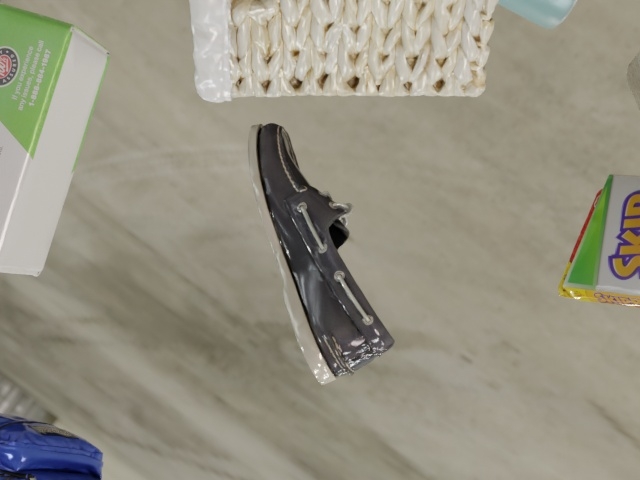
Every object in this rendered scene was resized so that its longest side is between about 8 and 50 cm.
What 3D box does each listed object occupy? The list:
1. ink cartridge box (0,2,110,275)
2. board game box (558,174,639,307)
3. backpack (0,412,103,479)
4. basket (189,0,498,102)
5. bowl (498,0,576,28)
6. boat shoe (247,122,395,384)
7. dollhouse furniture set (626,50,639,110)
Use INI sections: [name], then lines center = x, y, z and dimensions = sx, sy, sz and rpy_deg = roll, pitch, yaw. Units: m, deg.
[ink cartridge box]
center = -0.335, -0.106, 1.113
dimensions = 0.273, 0.198, 0.115
rpy_deg = 18, 179, 8
[board game box]
center = 0.327, 0.005, 1.227
dimensions = 0.259, 0.124, 0.039
rpy_deg = 5, 153, 49
[backpack]
center = -0.157, 0.147, 0.730
dimensions = 0.120, 0.101, 0.098
rpy_deg = 14, -177, 40
[basket]
center = 0.025, -0.339, 1.232
dimensions = 0.266, 0.331, 0.328
rpy_deg = 2, 139, 0
[bowl]
center = 0.228, -0.420, 1.679
dimensions = 0.163, 0.311, 0.311
rpy_deg = 7, 167, -7
[boat shoe]
center = 0.000, 0.000, 0.998
dimensions = 0.075, 0.065, 0.206
rpy_deg = 50, -159, -63
[dollhouse furniture set]
center = 0.205, -0.048, 0.654
dimensions = 0.184, 0.129, 0.129
rpy_deg = 1, 145, -25
